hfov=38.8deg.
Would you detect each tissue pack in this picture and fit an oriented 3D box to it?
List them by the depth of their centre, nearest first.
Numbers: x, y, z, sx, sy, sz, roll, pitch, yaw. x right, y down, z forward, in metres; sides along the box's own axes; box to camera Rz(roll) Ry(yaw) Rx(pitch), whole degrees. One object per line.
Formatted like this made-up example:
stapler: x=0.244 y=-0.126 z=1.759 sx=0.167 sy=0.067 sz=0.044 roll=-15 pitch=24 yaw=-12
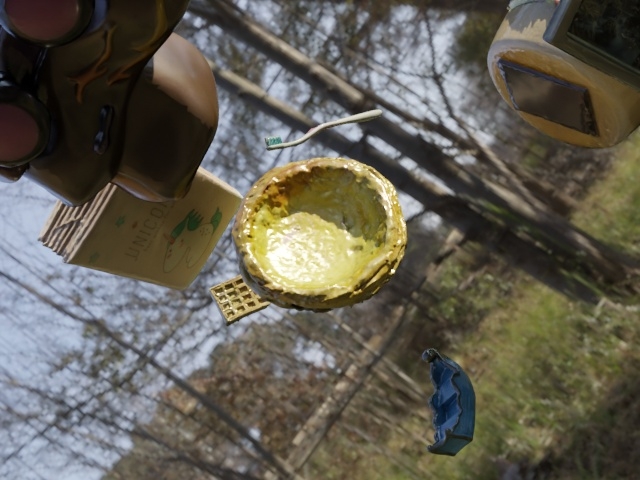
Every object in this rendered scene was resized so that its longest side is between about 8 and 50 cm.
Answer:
tissue pack: x=-0.213 y=-0.033 z=1.150 sx=0.170 sy=0.071 sz=0.325 roll=-58 pitch=-18 yaw=1

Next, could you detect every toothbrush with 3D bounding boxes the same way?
toothbrush: x=0.008 y=-0.147 z=1.210 sx=0.204 sy=0.022 sz=0.017 roll=-20 pitch=6 yaw=-36

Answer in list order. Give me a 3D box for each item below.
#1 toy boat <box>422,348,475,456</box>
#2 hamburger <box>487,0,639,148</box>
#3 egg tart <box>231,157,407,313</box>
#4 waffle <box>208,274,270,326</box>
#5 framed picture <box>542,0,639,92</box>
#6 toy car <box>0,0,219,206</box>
toy boat: x=0.197 y=0.253 z=1.457 sx=0.075 sy=0.077 sz=0.185 roll=-51 pitch=19 yaw=40
hamburger: x=0.408 y=-0.279 z=1.426 sx=0.170 sy=0.302 sz=0.302 roll=-53 pitch=-11 yaw=-11
egg tart: x=0.000 y=0.000 z=1.424 sx=0.294 sy=0.294 sz=0.123 roll=-50 pitch=-27 yaw=-24
waffle: x=-0.155 y=0.113 z=1.887 sx=0.135 sy=0.092 sz=0.021 roll=-23 pitch=-17 yaw=-21
framed picture: x=0.429 y=-0.288 z=1.085 sx=0.240 sy=0.324 sz=0.020 roll=-65 pitch=32 yaw=11
toy car: x=-0.195 y=-0.186 z=0.842 sx=0.341 sy=0.240 sz=0.271 roll=-60 pitch=29 yaw=29
